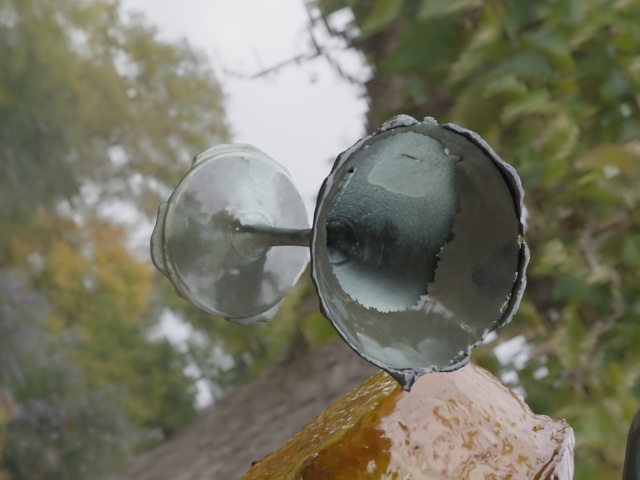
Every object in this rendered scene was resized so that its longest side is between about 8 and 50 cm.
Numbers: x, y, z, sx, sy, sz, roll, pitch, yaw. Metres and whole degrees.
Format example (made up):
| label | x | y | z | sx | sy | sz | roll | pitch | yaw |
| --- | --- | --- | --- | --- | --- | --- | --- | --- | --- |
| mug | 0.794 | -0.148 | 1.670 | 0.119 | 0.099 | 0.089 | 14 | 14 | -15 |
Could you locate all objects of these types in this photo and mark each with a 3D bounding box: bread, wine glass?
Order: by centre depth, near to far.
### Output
| label | x | y | z | sx | sy | sz | roll | pitch | yaw |
| --- | --- | --- | --- | --- | --- | --- | --- | --- | --- |
| wine glass | 0.000 | 0.000 | 1.163 | 0.232 | 0.156 | 0.156 | 3 | -63 | 58 |
| bread | 0.034 | 0.202 | 1.313 | 0.172 | 0.312 | 0.312 | 49 | -16 | -3 |

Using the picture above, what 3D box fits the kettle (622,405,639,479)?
| label | x | y | z | sx | sy | sz | roll | pitch | yaw |
| --- | --- | --- | --- | --- | --- | --- | --- | --- | --- |
| kettle | 0.225 | 0.188 | 1.133 | 0.243 | 0.160 | 0.211 | 161 | -70 | -79 |
